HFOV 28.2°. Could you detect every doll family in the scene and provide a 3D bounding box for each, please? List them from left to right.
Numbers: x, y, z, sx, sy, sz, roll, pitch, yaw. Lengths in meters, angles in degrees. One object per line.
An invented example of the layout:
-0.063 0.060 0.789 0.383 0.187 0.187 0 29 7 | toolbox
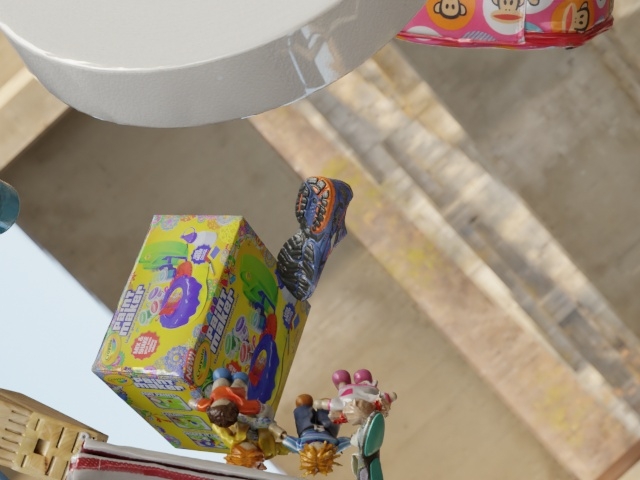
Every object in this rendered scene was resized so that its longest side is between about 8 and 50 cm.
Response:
-0.034 0.241 1.609 0.163 0.263 0.118 -89 -3 -76 | doll family

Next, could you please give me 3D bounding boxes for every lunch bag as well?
0.220 -0.319 1.607 0.293 0.120 0.258 10 -158 23 | lunch bag

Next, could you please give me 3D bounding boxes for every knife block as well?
-0.457 0.274 1.899 0.275 0.088 0.242 20 177 -7 | knife block

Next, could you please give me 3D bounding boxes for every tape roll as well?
-0.080 -0.258 0.993 0.392 0.392 0.072 48 170 36 | tape roll

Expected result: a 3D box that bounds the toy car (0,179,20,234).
-0.518 0.005 1.531 0.210 0.238 0.219 11 170 25 | toy car

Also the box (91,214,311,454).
-0.182 0.154 2.051 0.177 0.290 0.279 1 147 29 | box

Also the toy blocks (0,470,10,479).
-0.368 0.199 0.803 0.261 0.381 0.191 51 150 -19 | toy blocks

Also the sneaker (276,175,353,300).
0.000 0.000 1.992 0.087 0.221 0.083 -10 -140 -43 | sneaker

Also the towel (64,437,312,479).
-0.134 0.315 1.181 0.237 0.329 0.037 11 -139 -9 | towel

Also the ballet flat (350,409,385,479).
0.053 0.251 1.515 0.041 0.041 0.114 -130 36 -65 | ballet flat
